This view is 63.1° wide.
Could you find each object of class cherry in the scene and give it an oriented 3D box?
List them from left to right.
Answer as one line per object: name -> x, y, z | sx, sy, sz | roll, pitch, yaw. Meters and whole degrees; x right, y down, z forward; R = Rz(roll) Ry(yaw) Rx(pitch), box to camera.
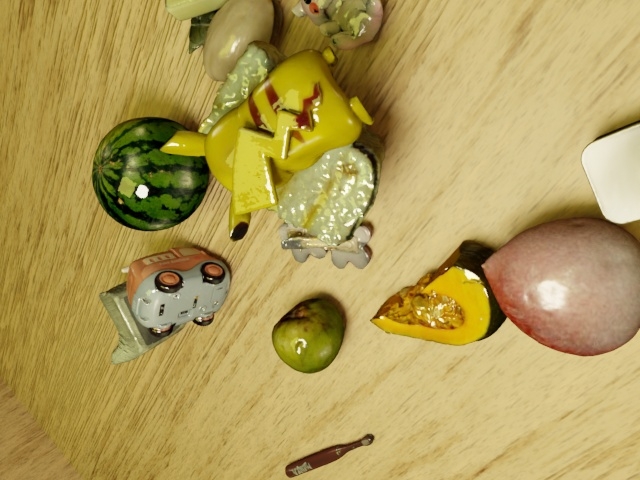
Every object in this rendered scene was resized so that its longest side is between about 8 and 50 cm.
cherry -> 0.412, 0.075, 0.868 | 0.206, 0.239, 0.240 | -122, 29, -64

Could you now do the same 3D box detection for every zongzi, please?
zongzi -> -0.261, -0.474, 1.208 | 0.109, 0.055, 0.119 | 35, 123, 27

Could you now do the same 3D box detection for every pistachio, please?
pistachio -> -0.171, -0.433, 1.118 | 0.144, 0.144, 0.215 | 43, 111, 12

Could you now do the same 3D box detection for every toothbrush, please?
toothbrush -> 0.017, 0.602, 1.452 | 0.364, 0.041, 0.041 | -39, 85, 36

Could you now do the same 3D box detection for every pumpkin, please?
pumpkin -> 0.238, 0.098, 1.051 | 0.280, 0.139, 0.190 | 7, 116, 28

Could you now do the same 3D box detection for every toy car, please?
toy car -> -0.394, 0.115, 1.415 | 0.212, 0.270, 0.181 | 44, 129, 35

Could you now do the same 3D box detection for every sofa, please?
sofa -> -0.558, 0.227, 1.586 | 0.176, 0.210, 0.226 | -21, 99, 38

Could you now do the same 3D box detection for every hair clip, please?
hair clip -> 0.004, -0.003, 1.214 | 0.256, 0.075, 0.146 | 3, 112, 26

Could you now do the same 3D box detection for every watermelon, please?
watermelon -> -0.418, -0.167, 1.292 | 0.285, 0.285, 0.285 | 12, 114, 29

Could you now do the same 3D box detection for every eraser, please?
eraser -> -0.258, -0.563, 1.137 | 0.172, 0.058, 0.117 | -5, 82, 25

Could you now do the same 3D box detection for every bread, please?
bread -> -0.015, -0.184, 1.048 | 0.395, 0.264, 0.239 | 43, 113, 12

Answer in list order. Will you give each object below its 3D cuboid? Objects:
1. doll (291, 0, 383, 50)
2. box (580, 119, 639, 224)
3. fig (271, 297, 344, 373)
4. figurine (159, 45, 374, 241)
doll -> 0.039, -0.458, 0.997 | 0.192, 0.095, 0.149 | 47, 120, 12
box -> 0.528, -0.124, 0.805 | 0.201, 0.090, 0.145 | -23, 94, 37
fig -> -0.027, 0.237, 1.256 | 0.180, 0.181, 0.191 | 8, 134, 31
figurine -> -0.078, -0.158, 0.843 | 0.326, 0.169, 0.218 | -34, 80, 29
